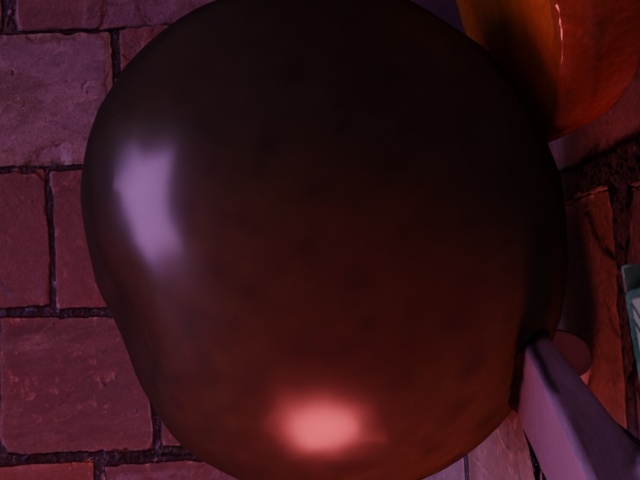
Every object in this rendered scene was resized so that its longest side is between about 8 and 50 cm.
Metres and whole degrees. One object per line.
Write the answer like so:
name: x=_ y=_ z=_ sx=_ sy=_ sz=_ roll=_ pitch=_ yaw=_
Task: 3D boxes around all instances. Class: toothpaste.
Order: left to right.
toothpaste: x=0.179 y=0.147 z=1.049 sx=0.193 sy=0.045 sz=0.071 roll=88 pitch=177 yaw=-51

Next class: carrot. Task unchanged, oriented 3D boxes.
carrot: x=0.150 y=-0.205 z=0.923 sx=0.307 sy=0.100 sz=0.258 roll=80 pitch=174 yaw=-54

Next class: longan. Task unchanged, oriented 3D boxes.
longan: x=0.000 y=0.000 z=0.940 sx=0.361 sy=0.361 sz=0.360 roll=178 pitch=90 yaw=-83

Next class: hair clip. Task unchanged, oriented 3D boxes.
hair clip: x=0.197 y=0.171 z=0.725 sx=0.330 sy=0.101 sz=0.085 roll=-105 pitch=17 yaw=-50

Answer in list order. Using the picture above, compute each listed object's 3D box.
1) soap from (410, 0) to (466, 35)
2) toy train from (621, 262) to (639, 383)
soap: x=0.061 y=-0.145 z=1.235 sx=0.296 sy=0.107 sz=0.285 roll=-133 pitch=62 yaw=-85
toy train: x=0.213 y=0.112 z=0.535 sx=0.154 sy=0.115 sz=0.269 roll=126 pitch=135 yaw=-81
